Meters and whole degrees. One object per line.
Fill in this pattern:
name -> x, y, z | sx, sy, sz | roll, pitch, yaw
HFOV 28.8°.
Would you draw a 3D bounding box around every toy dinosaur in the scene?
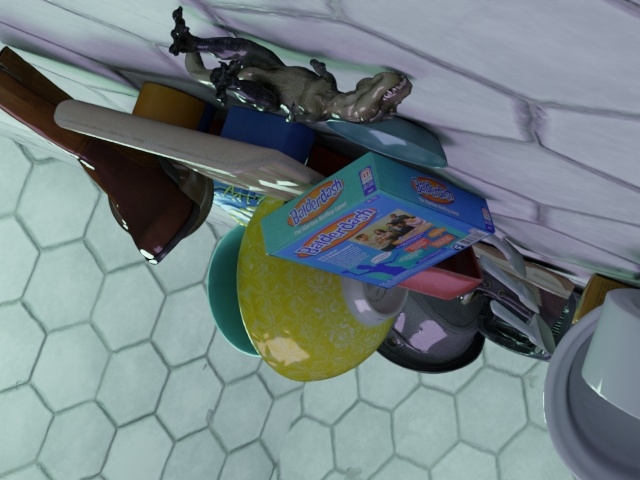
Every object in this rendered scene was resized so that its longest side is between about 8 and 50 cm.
toy dinosaur -> -0.057, -0.133, 0.991 | 0.268, 0.064, 0.118 | 21, -176, 40

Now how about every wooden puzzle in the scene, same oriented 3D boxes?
wooden puzzle -> -0.081, -0.103, 1.451 | 0.322, 0.081, 0.348 | 17, 180, 38

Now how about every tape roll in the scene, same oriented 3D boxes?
tape roll -> 0.439, 0.147, 1.377 | 0.286, 0.100, 0.286 | 16, -169, -3

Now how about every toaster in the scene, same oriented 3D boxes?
toaster -> 0.362, 0.131, 2.029 | 0.146, 0.129, 0.227 | 20, 178, -38

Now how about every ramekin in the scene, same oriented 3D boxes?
ramekin -> 0.429, 0.198, 1.602 | 0.277, 0.277, 0.135 | 19, -173, 11

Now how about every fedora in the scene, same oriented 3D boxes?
fedora -> 0.176, 0.091, 2.116 | 0.275, 0.243, 0.124 | 49, 145, 13

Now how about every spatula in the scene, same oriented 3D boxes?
spatula -> 0.248, 0.058, 1.597 | 0.019, 0.168, 0.242 | -20, 156, 19

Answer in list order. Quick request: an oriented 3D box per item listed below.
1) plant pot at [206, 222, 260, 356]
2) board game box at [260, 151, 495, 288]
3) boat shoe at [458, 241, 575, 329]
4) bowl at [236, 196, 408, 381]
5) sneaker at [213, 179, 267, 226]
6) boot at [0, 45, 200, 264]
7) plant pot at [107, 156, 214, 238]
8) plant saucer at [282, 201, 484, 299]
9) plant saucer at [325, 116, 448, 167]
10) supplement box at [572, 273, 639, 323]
plant pot -> -0.058, 0.100, 2.687 | 0.293, 0.293, 0.235 | 17, -171, 36
board game box -> 0.064, -0.016, 1.351 | 0.160, 0.047, 0.210 | -30, 150, 32
boat shoe -> 0.227, 0.051, 1.838 | 0.285, 0.092, 0.103 | 20, 178, 13
bowl -> 0.032, 0.057, 1.787 | 0.156, 0.290, 0.289 | -6, 160, 40
sneaker -> -0.124, -0.064, 2.032 | 0.126, 0.091, 0.240 | 23, 176, -31
boot -> -0.280, -0.112, 1.503 | 0.280, 0.096, 0.264 | 39, -162, -27
plant pot -> -0.247, -0.093, 1.860 | 0.167, 0.167, 0.165 | 20, 168, 4
plant saucer -> 0.071, 0.002, 1.619 | 0.258, 0.048, 0.259 | 16, -166, -2
plant saucer -> 0.063, -0.097, 1.140 | 0.119, 0.021, 0.119 | 20, 177, 1
supplement box -> 0.468, 0.119, 1.707 | 0.233, 0.080, 0.078 | 18, 175, 8
